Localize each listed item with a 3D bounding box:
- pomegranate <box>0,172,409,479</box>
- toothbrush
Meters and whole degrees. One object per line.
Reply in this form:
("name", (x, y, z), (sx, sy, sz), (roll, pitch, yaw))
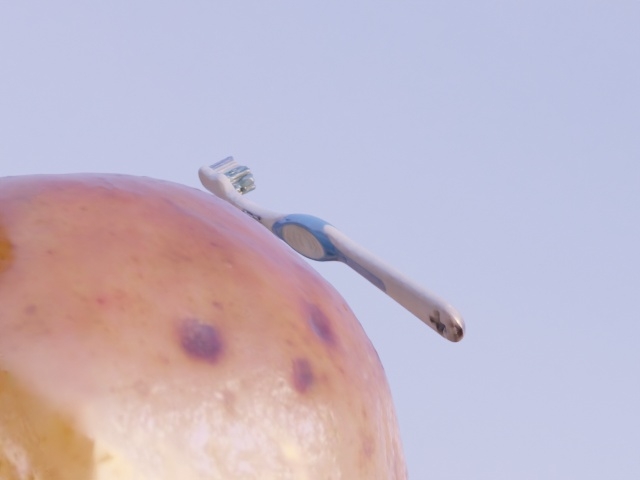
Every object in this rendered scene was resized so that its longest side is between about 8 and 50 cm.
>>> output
("pomegranate", (-0.133, 0.171, 0.880), (0.410, 0.410, 0.410), (20, -25, 10))
("toothbrush", (-0.004, 0.002, 1.255), (0.040, 0.040, 0.386), (42, -4, -34))
